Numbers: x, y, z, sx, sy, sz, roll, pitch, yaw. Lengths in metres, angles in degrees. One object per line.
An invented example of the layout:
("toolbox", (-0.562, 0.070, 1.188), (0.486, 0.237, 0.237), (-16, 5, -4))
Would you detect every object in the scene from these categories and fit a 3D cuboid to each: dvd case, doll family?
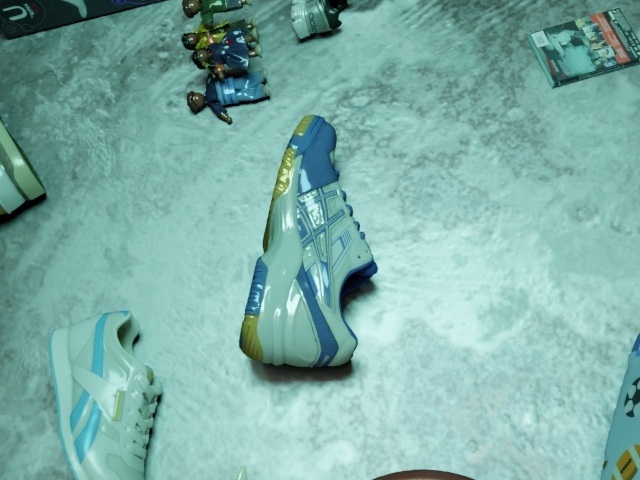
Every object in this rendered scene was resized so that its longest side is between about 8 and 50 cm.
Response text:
("dvd case", (0.332, -0.242, 0.860), (0.119, 0.013, 0.087), (-16, 61, 1))
("doll family", (-0.135, -0.251, 0.917), (0.111, 0.076, 0.193), (-12, 65, -1))

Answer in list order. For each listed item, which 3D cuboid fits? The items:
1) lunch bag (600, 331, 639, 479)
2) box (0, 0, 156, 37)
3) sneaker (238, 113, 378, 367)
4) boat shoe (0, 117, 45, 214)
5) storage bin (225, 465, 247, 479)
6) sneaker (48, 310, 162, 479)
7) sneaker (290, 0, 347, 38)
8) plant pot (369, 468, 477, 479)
("lunch bag", (0.356, 0.214, 0.549), (0.243, 0.115, 0.304), (23, 69, -2))
("box", (-0.369, -0.428, 0.996), (0.270, 0.165, 0.144), (-13, 62, 3))
("sneaker", (0.000, 0.000, 0.761), (0.130, 0.112, 0.297), (11, 66, -3))
("boat shoe", (-0.477, -0.152, 0.905), (0.103, 0.113, 0.302), (-33, 63, -14))
("storage bin", (-0.103, 0.326, 0.498), (0.123, 0.260, 0.262), (-5, 61, -9))
("sneaker", (-0.209, 0.175, 0.704), (0.092, 0.087, 0.229), (-22, 63, -4))
("sneaker", (0.007, -0.355, 0.950), (0.074, 0.063, 0.171), (2, 69, 12))
("plant pot", (0.080, 0.292, 0.503), (0.274, 0.243, 0.275), (-5, 62, 9))
